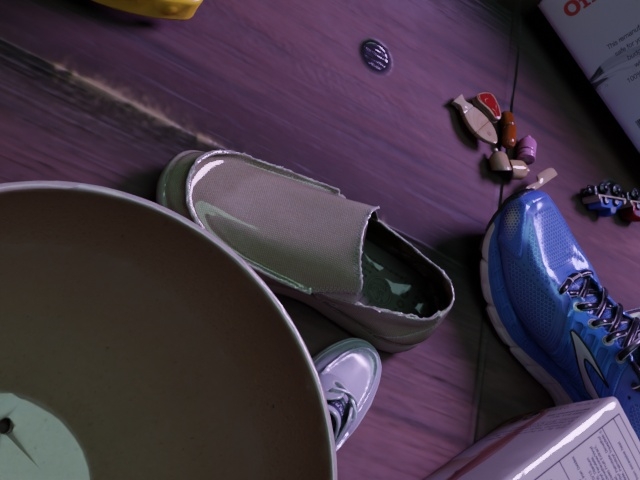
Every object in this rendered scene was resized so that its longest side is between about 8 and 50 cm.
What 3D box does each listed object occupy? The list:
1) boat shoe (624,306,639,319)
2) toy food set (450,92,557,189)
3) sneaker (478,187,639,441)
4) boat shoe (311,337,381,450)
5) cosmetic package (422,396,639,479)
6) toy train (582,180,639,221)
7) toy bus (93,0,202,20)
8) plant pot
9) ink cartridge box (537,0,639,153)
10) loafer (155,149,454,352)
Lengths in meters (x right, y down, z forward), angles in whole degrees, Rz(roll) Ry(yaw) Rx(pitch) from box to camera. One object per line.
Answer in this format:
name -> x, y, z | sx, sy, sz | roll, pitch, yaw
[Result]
boat shoe -> 0.353, 0.087, 0.961 | 0.137, 0.049, 0.043 | 5, 27, -30
toy food set -> 0.187, -0.103, 0.939 | 0.078, 0.019, 0.122 | -30, 82, -38
sneaker -> 0.268, 0.095, 0.834 | 0.129, 0.147, 0.330 | -27, 88, -38
boat shoe -> -0.004, 0.135, 0.687 | 0.184, 0.063, 0.066 | -36, 94, -38
cosmetic package -> 0.130, 0.251, 0.691 | 0.296, 0.129, 0.153 | -21, 85, -38
toy train -> 0.349, -0.038, 1.018 | 0.158, 0.027, 0.036 | 7, 79, -32
toy bus -> -0.121, -0.316, 0.693 | 0.149, 0.211, 0.220 | 11, 65, -29
plant pot -> -0.159, 0.133, 0.502 | 0.284, 0.191, 0.284 | 12, 66, -29
ink cartridge box -> 0.403, -0.219, 1.005 | 0.273, 0.197, 0.114 | 54, 35, -5
loafer -> 0.000, 0.000, 0.724 | 0.268, 0.092, 0.102 | 28, 59, -23
